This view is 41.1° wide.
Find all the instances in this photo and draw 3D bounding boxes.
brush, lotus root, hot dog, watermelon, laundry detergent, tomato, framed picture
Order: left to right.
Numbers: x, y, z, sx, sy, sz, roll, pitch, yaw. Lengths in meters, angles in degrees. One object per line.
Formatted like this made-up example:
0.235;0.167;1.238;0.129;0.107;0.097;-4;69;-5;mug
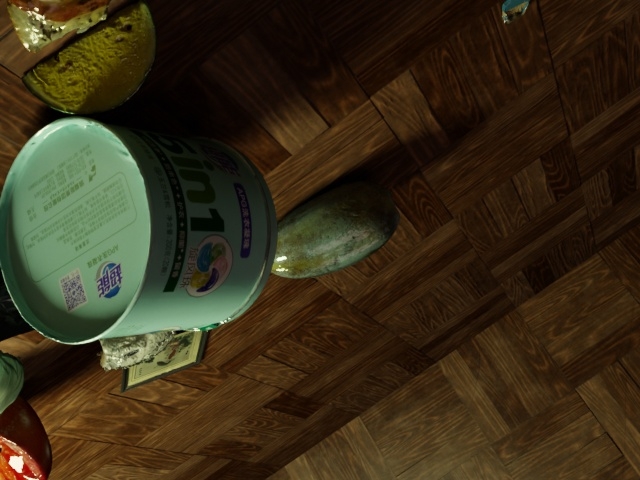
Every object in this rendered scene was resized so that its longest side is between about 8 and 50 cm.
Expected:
-0.597;0.361;1.592;0.233;0.139;0.200;9;132;8;tomato
-0.267;-0.296;0.889;0.146;0.103;0.213;-37;174;-44;hot dog
-0.266;-0.207;1.062;0.182;0.075;0.092;-31;150;1;watermelon
-0.231;-0.011;1.184;0.287;0.287;0.305;-45;157;25;laundry detergent
-0.341;0.255;1.859;0.200;0.010;0.195;-18;150;-27;framed picture
0.000;0.000;1.645;0.322;0.140;0.158;-26;154;-6;lotus root
0.326;-0.422;1.408;0.051;0.014;0.164;-30;153;-8;brush

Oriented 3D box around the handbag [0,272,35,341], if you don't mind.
-0.450;0.086;1.354;0.254;0.088;0.211;-22;161;-7;handbag

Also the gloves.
-0.359;0.206;1.685;0.153;0.070;0.114;-21;152;-25;gloves

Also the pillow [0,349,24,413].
-0.605;0.246;1.298;0.283;0.138;0.310;-37;169;-12;pillow
